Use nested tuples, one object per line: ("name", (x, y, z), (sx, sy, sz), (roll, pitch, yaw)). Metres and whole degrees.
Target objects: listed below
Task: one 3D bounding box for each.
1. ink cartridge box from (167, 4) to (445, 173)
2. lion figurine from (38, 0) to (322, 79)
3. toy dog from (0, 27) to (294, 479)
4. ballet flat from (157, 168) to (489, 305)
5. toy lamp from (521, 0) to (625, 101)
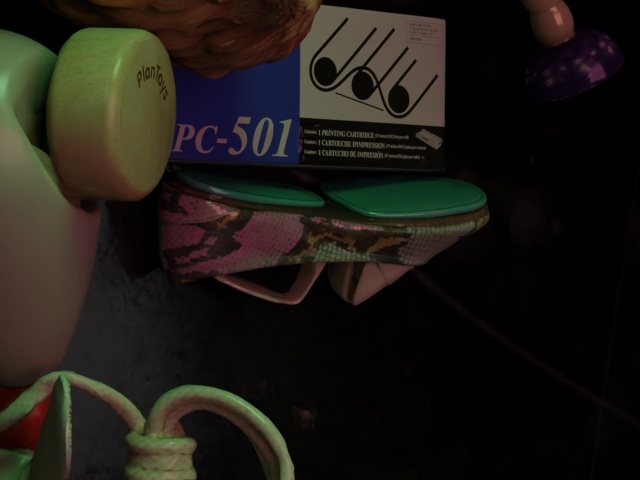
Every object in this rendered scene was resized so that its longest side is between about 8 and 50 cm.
("ink cartridge box", (-0.016, -0.091, 0.948), (0.207, 0.046, 0.097), (1, 90, -37))
("lion figurine", (-0.114, -0.229, 0.703), (0.142, 0.240, 0.392), (-59, 165, -23))
("toy dog", (-0.164, 0.038, 0.754), (0.161, 0.220, 0.334), (-26, 101, -67))
("ballet flat", (0.000, 0.000, 0.955), (0.221, 0.077, 0.079), (0, 110, -32))
("toy lamp", (0.116, -0.224, 1.023), (0.080, 0.080, 0.275), (-39, 113, -29))
